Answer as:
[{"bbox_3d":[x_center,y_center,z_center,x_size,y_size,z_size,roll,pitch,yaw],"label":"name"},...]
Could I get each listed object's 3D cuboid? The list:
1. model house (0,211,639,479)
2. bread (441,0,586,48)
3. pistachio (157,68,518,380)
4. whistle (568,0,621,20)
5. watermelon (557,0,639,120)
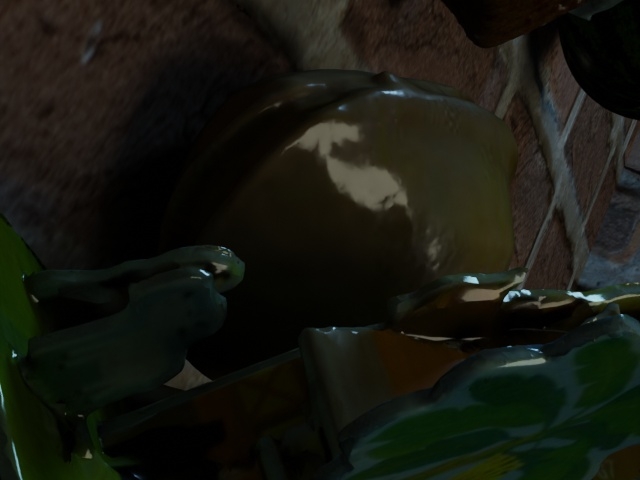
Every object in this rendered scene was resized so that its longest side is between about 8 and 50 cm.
[{"bbox_3d":[0.043,0.077,0.613,0.312,0.242,0.358,-23,149,-1],"label":"model house"},{"bbox_3d":[0.131,-0.278,0.845,0.165,0.113,0.416,-31,157,-5],"label":"bread"},{"bbox_3d":[0.000,0.000,0.778,0.260,0.163,0.213,16,110,-56],"label":"pistachio"},{"bbox_3d":[0.251,-0.294,1.218,0.348,0.189,0.189,92,22,-78],"label":"whistle"},{"bbox_3d":[0.372,-0.253,1.521,0.269,0.269,0.269,-58,161,-33],"label":"watermelon"}]
